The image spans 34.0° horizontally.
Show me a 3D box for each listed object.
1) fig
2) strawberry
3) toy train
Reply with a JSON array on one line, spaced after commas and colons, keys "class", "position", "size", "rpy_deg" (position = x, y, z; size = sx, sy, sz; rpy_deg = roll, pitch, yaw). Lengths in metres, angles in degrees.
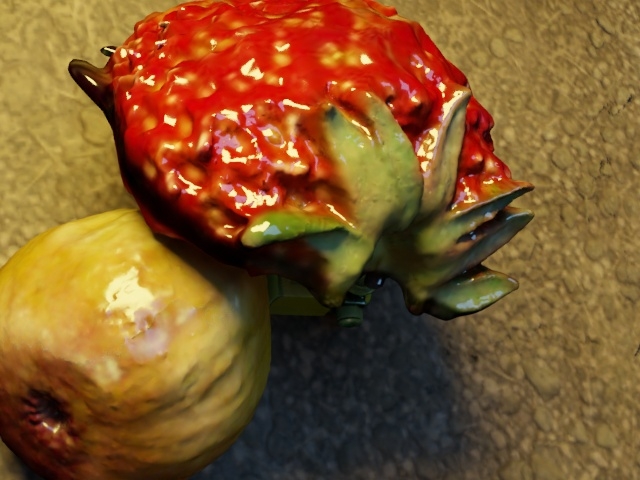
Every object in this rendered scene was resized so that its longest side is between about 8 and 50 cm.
[{"class": "fig", "position": [-0.069, 0.031, 0.603], "size": [0.257, 0.159, 0.159], "rpy_deg": [-35, 88, -39]}, {"class": "strawberry", "position": [-0.022, -0.093, 0.599], "size": [0.233, 0.138, 0.306], "rpy_deg": [4, 34, -39]}, {"class": "toy train", "position": [0.000, 0.000, 0.708], "size": [0.081, 0.050, 0.122], "rpy_deg": [2, 66, -15]}]
